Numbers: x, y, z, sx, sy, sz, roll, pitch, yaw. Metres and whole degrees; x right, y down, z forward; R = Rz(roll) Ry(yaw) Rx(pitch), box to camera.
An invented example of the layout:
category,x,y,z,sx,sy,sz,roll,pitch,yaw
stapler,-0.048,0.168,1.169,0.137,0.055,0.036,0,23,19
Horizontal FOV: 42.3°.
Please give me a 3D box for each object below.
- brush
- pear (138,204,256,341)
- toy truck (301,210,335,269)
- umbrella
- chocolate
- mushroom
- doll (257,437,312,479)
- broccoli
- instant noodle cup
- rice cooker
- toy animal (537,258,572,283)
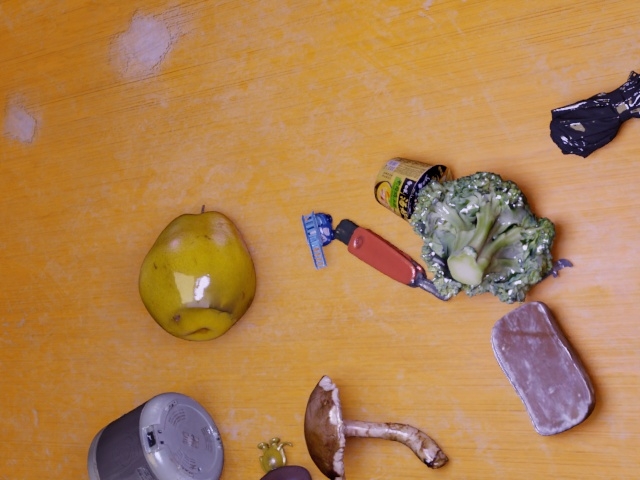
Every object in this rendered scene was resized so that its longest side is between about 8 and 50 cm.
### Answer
category,x,y,z,sx,sy,sz,roll,pitch,yaw
brush,0.158,0.045,1.858,0.323,0.051,0.070,32,102,27
pear,-0.304,0.076,2.004,0.285,0.284,0.336,-39,68,24
toy truck,0.000,0.000,1.939,0.063,0.074,0.136,-22,79,28
umbrella,0.603,-0.273,1.588,0.340,0.118,0.118,-29,74,20
chocolate,0.457,0.253,1.662,0.157,0.080,0.254,-40,68,39
mushroom,0.096,0.439,1.850,0.301,0.233,0.208,25,118,-15
doll,-0.087,0.566,1.973,0.145,0.096,0.188,-4,61,16
broccoli,0.323,0.005,1.669,0.287,0.235,0.260,8,58,25
instant noodle cup,0.198,-0.112,1.794,0.122,0.151,0.152,30,104,38
rice cooker,-0.411,0.545,2.050,0.277,0.288,0.289,-33,73,24
toy animal,0.468,0.053,1.688,0.084,0.028,0.050,-29,86,26
